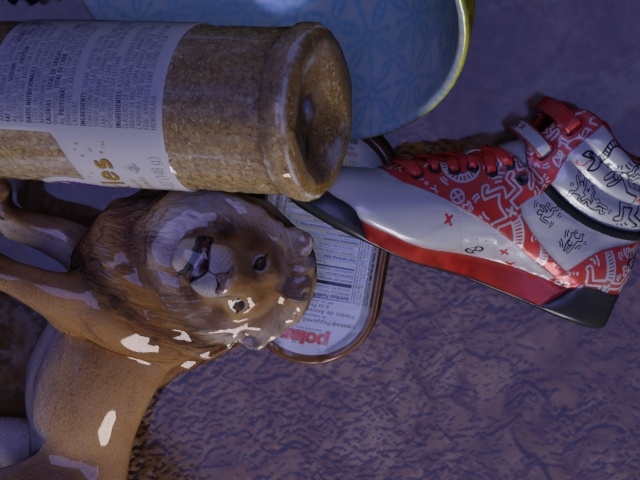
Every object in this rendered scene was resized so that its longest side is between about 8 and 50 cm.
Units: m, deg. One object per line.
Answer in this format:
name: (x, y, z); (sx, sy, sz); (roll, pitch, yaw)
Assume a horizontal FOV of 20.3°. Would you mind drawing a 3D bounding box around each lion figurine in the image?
lion figurine: (-0.174, 0.108, 1.324); (0.240, 0.142, 0.392); (24, 117, -7)

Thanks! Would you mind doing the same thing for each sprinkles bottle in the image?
sprinkles bottle: (-0.161, -0.095, 1.241); (0.355, 0.121, 0.121); (4, 97, 23)

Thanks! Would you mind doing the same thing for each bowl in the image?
bowl: (-0.017, -0.222, 1.239); (0.289, 0.289, 0.156); (22, 55, 1)

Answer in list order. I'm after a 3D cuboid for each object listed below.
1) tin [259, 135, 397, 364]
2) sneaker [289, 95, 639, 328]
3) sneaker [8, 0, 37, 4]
tin: (0.000, 0.000, 1.343); (0.106, 0.040, 0.190); (10, 97, 6)
sneaker: (0.115, -0.046, 1.282); (0.270, 0.090, 0.145); (20, 97, -19)
sneaker: (-0.158, -0.269, 1.304); (0.237, 0.085, 0.086); (-46, 66, 11)
